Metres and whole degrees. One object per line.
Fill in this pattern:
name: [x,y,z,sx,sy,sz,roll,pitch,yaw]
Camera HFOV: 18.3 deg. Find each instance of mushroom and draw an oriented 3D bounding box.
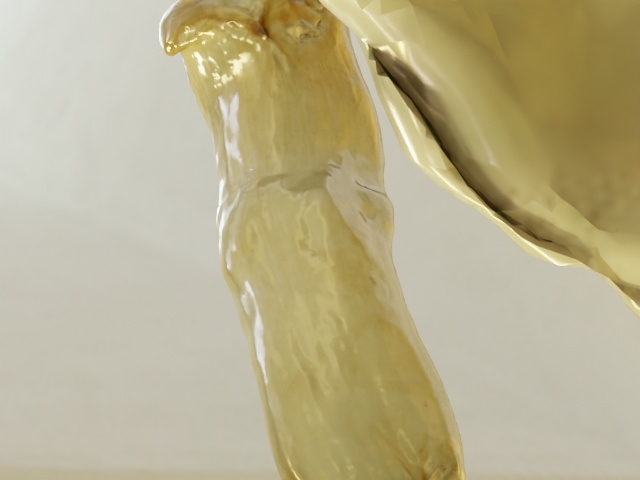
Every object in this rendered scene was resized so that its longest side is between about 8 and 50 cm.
mushroom: [-0.003,0.002,0.594,0.059,0.054,0.202,-19,-119,12]

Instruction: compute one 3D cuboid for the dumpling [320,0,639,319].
dumpling: [0.035,-0.152,0.390,0.260,0.181,0.341,9,-95,-28]
